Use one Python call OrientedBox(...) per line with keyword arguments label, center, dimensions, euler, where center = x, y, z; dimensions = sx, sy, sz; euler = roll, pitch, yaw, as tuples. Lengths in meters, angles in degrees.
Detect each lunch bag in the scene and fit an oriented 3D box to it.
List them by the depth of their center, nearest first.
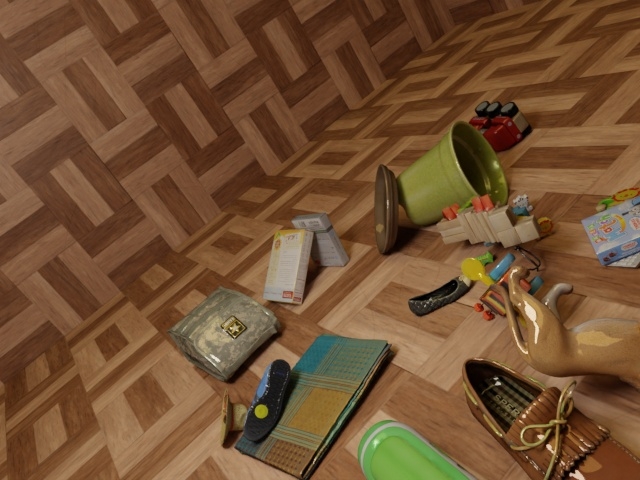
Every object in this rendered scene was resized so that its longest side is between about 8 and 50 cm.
OrientedBox(label="lunch bag", center=(-0.285, 0.281, 1.721), dimensions=(0.287, 0.168, 0.235), euler=(11, 45, 48))

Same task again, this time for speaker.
OrientedBox(label="speaker", center=(0.179, 0.409, 0.928), dimensions=(0.131, 0.131, 0.296), euler=(-40, 24, -15))

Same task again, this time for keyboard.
OrientedBox(label="keyboard", center=(0.715, -0.026, 1.236), dimensions=(0.256, 0.014, 0.072), euler=(-42, 25, -21))

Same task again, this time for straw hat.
OrientedBox(label="straw hat", center=(-0.214, 0.443, 1.431), dimensions=(0.061, 0.144, 0.144), euler=(7, 19, -14))

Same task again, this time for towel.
OrientedBox(label="towel", center=(-0.015, 0.375, 1.353), dimensions=(0.272, 0.040, 0.370), euler=(-4, 39, 50))

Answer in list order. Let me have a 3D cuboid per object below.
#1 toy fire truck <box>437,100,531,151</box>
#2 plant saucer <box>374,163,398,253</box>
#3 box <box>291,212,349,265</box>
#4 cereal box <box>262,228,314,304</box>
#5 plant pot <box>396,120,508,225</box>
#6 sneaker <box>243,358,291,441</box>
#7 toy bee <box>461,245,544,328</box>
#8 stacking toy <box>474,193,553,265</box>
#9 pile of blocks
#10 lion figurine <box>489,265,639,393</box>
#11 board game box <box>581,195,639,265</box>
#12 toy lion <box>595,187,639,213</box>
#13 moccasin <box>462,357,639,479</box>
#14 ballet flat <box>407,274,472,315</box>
OrientedBox(label="toy fire truck", center=(0.554, -0.365, 1.957), dimensions=(0.246, 0.158, 0.217), euler=(-47, 25, -3))
OrientedBox(label="plant saucer", center=(0.201, -0.096, 1.751), dimensions=(0.041, 0.277, 0.278), euler=(-1, 25, -3))
OrientedBox(label="box", center=(0.000, 0.000, 1.870), dimensions=(0.145, 0.186, 0.038), euler=(-4, 29, 49))
OrientedBox(label="cereal box", center=(-0.107, 0.085, 1.857), dimensions=(0.173, 0.047, 0.240), euler=(0, 78, 52))
OrientedBox(label="plant pot", center=(0.369, -0.172, 1.690), dimensions=(0.254, 0.276, 0.276), euler=(-28, 21, 39))
OrientedBox(label="sneaker", center=(-0.130, 0.389, 1.370), dimensions=(0.082, 0.069, 0.209), euler=(-58, 7, 54))
OrientedBox(label="toy bee", center=(0.398, 0.119, 1.217), dimensions=(0.162, 0.298, 0.195), euler=(-54, 54, 21))
OrientedBox(label="stacking toy", center=(0.477, -0.028, 1.492), dimensions=(0.221, 0.052, 0.167), euler=(-28, 24, 14))
OrientedBox(label="pile of blocks", center=(0.412, -0.070, 1.400), dimensions=(0.149, 0.112, 0.362), euler=(-33, 11, -14))
OrientedBox(label="lion figurine", center=(0.466, 0.169, 0.926), dimensions=(0.392, 0.142, 0.240), euler=(-5, 62, 33))
OrientedBox(label="board game box", center=(0.692, -0.039, 1.231), dimensions=(0.212, 0.039, 0.160), euler=(-28, 20, 24))
OrientedBox(label="toy lion", center=(0.714, -0.094, 1.353), dimensions=(0.100, 0.034, 0.096), euler=(-15, 22, 37))
OrientedBox(label="moccasin", center=(0.357, 0.292, 0.899), dimensions=(0.139, 0.147, 0.380), euler=(-35, 23, -4))
OrientedBox(label="ballet flat", center=(0.299, 0.131, 1.411), dimensions=(0.173, 0.049, 0.057), euler=(-31, 24, 4))
